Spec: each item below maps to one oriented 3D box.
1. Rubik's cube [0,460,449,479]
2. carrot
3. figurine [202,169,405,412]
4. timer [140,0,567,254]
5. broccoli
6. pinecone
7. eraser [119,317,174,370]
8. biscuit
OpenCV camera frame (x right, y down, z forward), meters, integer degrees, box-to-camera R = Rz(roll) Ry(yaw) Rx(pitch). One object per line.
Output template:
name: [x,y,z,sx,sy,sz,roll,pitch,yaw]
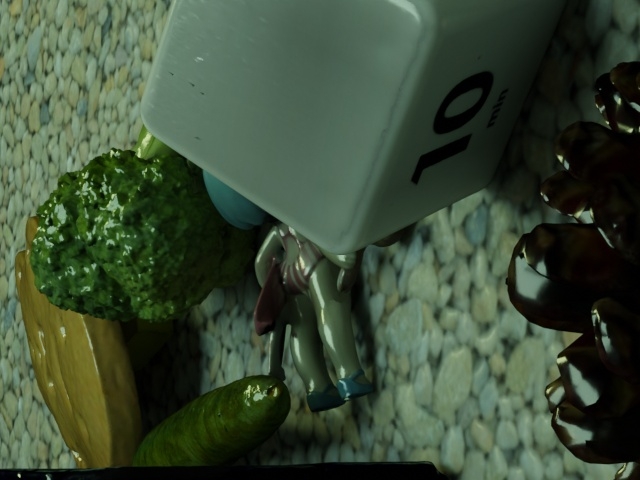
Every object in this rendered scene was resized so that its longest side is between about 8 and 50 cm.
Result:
Rubik's cube: [-0.087,0.307,1.455,0.283,0.293,0.289,-15,72,58]
carrot: [-0.091,0.163,1.649,0.358,0.074,0.074,136,131,-64]
figurine: [-0.014,0.003,1.544,0.205,0.102,0.260,-35,67,58]
timer: [0.024,-0.132,1.322,0.194,0.195,0.192,33,121,21]
broccoli: [-0.127,-0.043,1.736,0.302,0.186,0.254,-53,1,-38]
pinecone: [0.224,0.016,0.953,0.296,0.242,0.298,-49,51,46]
eraser: [-0.187,0.055,1.918,0.097,0.045,0.122,-43,50,52]
biscuit: [-0.245,0.114,1.921,0.355,0.052,0.275,-152,50,-68]
